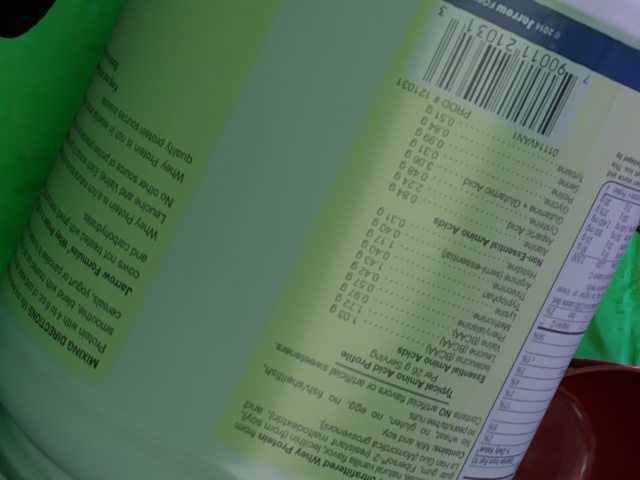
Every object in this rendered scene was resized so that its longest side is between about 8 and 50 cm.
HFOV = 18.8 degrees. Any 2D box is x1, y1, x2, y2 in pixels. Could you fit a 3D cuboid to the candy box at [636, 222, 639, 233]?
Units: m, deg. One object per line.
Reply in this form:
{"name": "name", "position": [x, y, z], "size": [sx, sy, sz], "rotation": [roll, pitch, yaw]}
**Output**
{"name": "candy box", "position": [0.206, -0.063, 0.892], "size": [0.070, 0.196, 0.165], "rotation": [33, 95, -26]}

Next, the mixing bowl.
{"name": "mixing bowl", "position": [0.113, 0.131, 0.979], "size": [0.181, 0.098, 0.181], "rotation": [-6, 109, -18]}

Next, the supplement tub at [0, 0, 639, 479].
{"name": "supplement tub", "position": [0.000, 0.000, 0.817], "size": [0.235, 0.235, 0.324], "rotation": [21, 100, -25]}

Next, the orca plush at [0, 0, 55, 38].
{"name": "orca plush", "position": [-0.143, -0.152, 0.788], "size": [0.287, 0.102, 0.151], "rotation": [-48, 116, 0]}
